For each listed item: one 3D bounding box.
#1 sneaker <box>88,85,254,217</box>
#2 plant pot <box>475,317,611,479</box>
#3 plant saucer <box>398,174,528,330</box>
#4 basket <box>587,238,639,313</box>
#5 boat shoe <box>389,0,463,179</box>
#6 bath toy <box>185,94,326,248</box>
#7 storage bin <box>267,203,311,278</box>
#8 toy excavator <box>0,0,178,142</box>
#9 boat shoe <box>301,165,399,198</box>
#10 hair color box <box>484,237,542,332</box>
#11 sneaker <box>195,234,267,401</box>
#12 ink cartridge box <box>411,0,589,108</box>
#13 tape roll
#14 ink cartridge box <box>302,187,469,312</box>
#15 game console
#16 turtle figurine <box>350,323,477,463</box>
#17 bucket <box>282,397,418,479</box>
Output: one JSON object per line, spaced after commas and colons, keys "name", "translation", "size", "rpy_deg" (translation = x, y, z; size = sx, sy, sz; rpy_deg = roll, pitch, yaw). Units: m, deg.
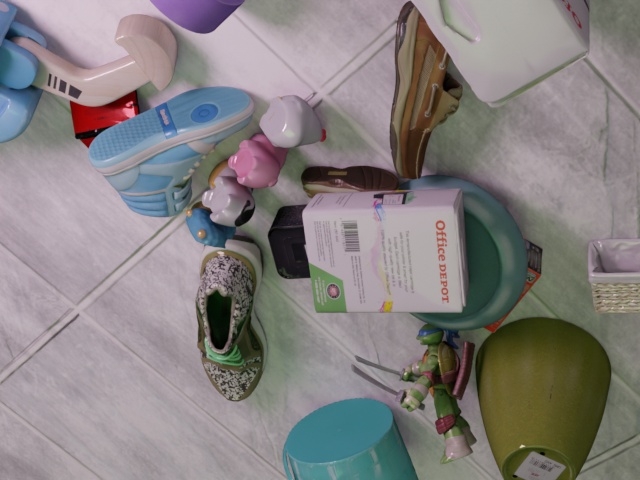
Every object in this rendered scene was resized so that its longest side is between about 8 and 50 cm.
{"name": "sneaker", "translation": [-0.253, -0.157, 2.029], "size": [0.319, 0.127, 0.208], "rpy_deg": [-19, 135, 5]}
{"name": "plant pot", "translation": [0.427, 0.346, 2.093], "size": [0.275, 0.293, 0.274], "rpy_deg": [7, 124, 10]}
{"name": "plant saucer", "translation": [0.231, 0.032, 2.021], "size": [0.318, 0.044, 0.317], "rpy_deg": [12, 116, 26]}
{"name": "basket", "translation": [0.581, 0.068, 1.980], "size": [0.167, 0.113, 0.103], "rpy_deg": [-2, 125, 16]}
{"name": "boat shoe", "translation": [0.185, -0.251, 1.859], "size": [0.120, 0.122, 0.323], "rpy_deg": [5, 125, 6]}
{"name": "bath toy", "translation": [-0.116, -0.134, 2.009], "size": [0.129, 0.151, 0.348], "rpy_deg": [12, 132, -42]}
{"name": "storage bin", "translation": [0.000, 0.000, 2.093], "size": [0.180, 0.084, 0.122], "rpy_deg": [-4, 122, 15]}
{"name": "toy excavator", "translation": [-0.539, -0.308, 1.972], "size": [0.445, 0.222, 0.433], "rpy_deg": [26, 126, -21]}
{"name": "boat shoe", "translation": [0.060, -0.098, 2.032], "size": [0.190, 0.068, 0.072], "rpy_deg": [8, 137, 20]}
{"name": "hair color box", "translation": [0.358, 0.086, 2.058], "size": [0.053, 0.093, 0.167], "rpy_deg": [30, 124, -6]}
{"name": "sneaker", "translation": [-0.205, 0.194, 2.212], "size": [0.158, 0.182, 0.410], "rpy_deg": [5, 124, 10]}
{"name": "ink cartridge box", "translation": [0.253, -0.416, 1.562], "size": [0.166, 0.395, 0.285], "rpy_deg": [-28, 113, 29]}
{"name": "tape roll", "translation": [-0.217, -0.442, 1.785], "size": [0.189, 0.189, 0.080], "rpy_deg": [43, 122, -15]}
{"name": "ink cartridge box", "translation": [0.124, 0.019, 1.945], "size": [0.278, 0.117, 0.201], "rpy_deg": [-1, 111, 16]}
{"name": "game console", "translation": [-0.397, -0.230, 2.079], "size": [0.144, 0.085, 0.124], "rpy_deg": [-9, 89, 19]}
{"name": "turtle figurine", "translation": [0.196, 0.319, 2.175], "size": [0.266, 0.275, 0.198], "rpy_deg": [68, 160, 2]}
{"name": "bucket", "translation": [0.063, 0.477, 2.290], "size": [0.281, 0.281, 0.183], "rpy_deg": [-11, 111, 20]}
